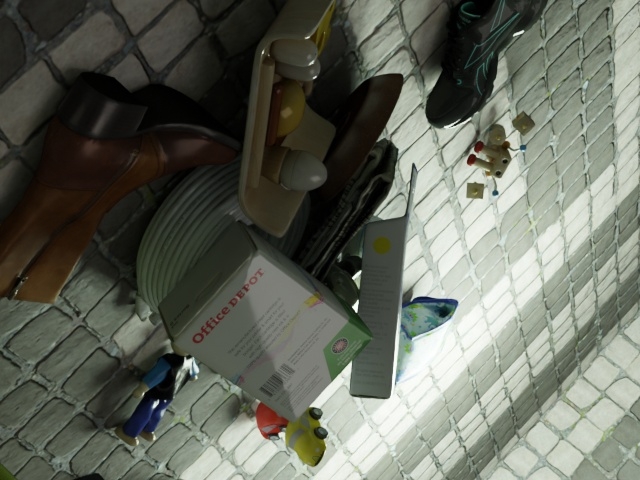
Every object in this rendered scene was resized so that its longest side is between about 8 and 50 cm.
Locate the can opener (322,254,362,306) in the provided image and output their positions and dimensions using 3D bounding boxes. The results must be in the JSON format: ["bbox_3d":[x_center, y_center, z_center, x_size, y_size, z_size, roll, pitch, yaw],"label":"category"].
[{"bbox_3d":[-0.014,0.133,2.028,0.095,0.076,0.283,-30,160,-49],"label":"can opener"}]

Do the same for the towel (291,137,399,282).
[{"bbox_3d":[0.000,0.000,1.809,0.312,0.056,0.324,-53,-176,11],"label":"towel"}]

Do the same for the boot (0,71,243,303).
[{"bbox_3d":[-0.233,-0.035,1.461,0.280,0.096,0.264,-57,155,18],"label":"boot"}]

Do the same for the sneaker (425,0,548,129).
[{"bbox_3d":[0.212,-0.281,1.878,0.106,0.101,0.267,12,118,-38],"label":"sneaker"}]

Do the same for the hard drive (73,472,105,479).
[{"bbox_3d":[-0.375,0.404,1.919,0.094,0.022,0.135,-11,135,-53],"label":"hard drive"}]

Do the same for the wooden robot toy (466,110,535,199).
[{"bbox_3d":[0.292,-0.151,2.220,0.173,0.076,0.079,-61,-172,23],"label":"wooden robot toy"}]

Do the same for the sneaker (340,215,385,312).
[{"bbox_3d":[0.063,0.056,2.067,0.085,0.086,0.237,-55,163,-42],"label":"sneaker"}]

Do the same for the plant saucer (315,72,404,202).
[{"bbox_3d":[0.040,-0.143,1.731,0.199,0.036,0.198,-54,-168,18],"label":"plant saucer"}]

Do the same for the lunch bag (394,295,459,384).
[{"bbox_3d":[0.181,0.175,2.425,0.151,0.096,0.129,-18,141,-33],"label":"lunch bag"}]

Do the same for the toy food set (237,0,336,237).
[{"bbox_3d":[-0.007,-0.180,1.528,0.306,0.092,0.220,102,10,-46],"label":"toy food set"}]

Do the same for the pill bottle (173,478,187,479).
[{"bbox_3d":[-0.297,0.585,2.057,0.407,0.229,0.229,-41,154,-18],"label":"pill bottle"}]

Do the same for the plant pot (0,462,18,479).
[{"bbox_3d":[-0.402,0.362,1.336,0.366,0.353,0.366,-51,156,-34],"label":"plant pot"}]

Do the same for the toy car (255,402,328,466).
[{"bbox_3d":[-0.038,0.233,2.134,0.053,0.239,0.225,14,90,-24],"label":"toy car"}]

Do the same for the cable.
[{"bbox_3d":[-0.123,-0.001,1.690,0.257,0.089,0.257,-37,152,-25],"label":"cable"}]

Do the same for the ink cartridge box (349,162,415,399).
[{"bbox_3d":[0.087,0.049,1.827,0.303,0.072,0.307,-2,96,-85],"label":"ink cartridge box"}]

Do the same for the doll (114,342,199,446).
[{"bbox_3d":[-0.225,0.206,1.864,0.129,0.046,0.189,-5,131,-58],"label":"doll"}]

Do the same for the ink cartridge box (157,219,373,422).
[{"bbox_3d":[-0.067,0.100,1.610,0.154,0.093,0.212,-47,124,8],"label":"ink cartridge box"}]
